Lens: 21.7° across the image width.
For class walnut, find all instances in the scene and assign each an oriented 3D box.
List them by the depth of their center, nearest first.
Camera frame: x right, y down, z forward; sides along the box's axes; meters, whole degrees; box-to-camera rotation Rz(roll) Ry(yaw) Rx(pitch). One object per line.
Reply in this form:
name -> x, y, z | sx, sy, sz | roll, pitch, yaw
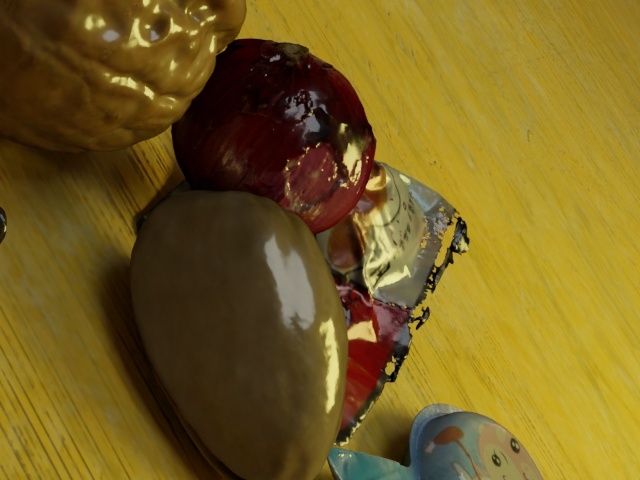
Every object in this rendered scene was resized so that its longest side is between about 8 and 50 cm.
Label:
walnut -> -0.141, -0.146, 0.943 | 0.213, 0.213, 0.213 | 39, 29, -27

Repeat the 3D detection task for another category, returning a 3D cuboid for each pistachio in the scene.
pistachio -> -0.041, 0.055, 0.948 | 0.126, 0.108, 0.185 | -12, 73, -36

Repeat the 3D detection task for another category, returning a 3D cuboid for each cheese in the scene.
cheese -> 0.089, 0.168, 1.074 | 0.245, 0.052, 0.135 | -4, 61, -60

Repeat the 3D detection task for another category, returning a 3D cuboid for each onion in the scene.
onion -> -0.032, -0.062, 1.029 | 0.131, 0.131, 0.131 | 39, 29, -27

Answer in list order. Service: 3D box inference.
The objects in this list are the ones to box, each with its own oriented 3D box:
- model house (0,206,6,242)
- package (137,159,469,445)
model house -> -0.217, 0.054, 0.601 | 0.204, 0.211, 0.243 | 0, 81, -10
package -> 0.000, 0.000, 1.132 | 0.194, 0.071, 0.269 | 40, 45, -2
